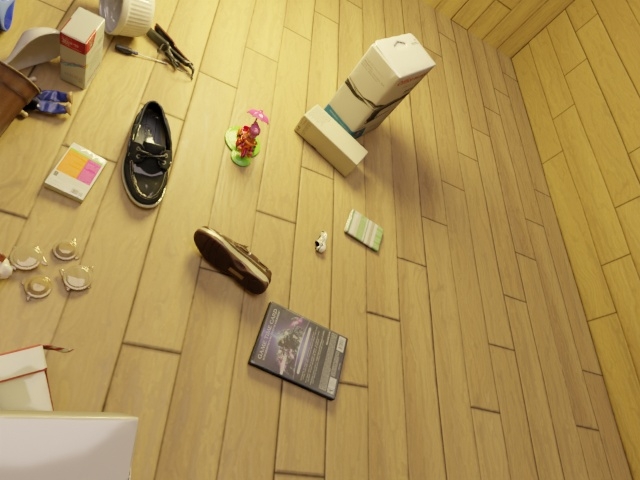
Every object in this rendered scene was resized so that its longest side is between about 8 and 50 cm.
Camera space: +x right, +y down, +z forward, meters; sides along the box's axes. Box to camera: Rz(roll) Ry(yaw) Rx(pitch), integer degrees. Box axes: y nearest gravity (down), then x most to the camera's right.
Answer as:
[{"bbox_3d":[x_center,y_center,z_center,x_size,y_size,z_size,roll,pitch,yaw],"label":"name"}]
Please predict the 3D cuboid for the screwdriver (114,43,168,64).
[{"bbox_3d":[-0.593,-0.619,1.462,0.170,0.025,0.024,6,61,-30],"label":"screwdriver"}]

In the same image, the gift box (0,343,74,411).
[{"bbox_3d":[-0.589,0.315,0.786,0.276,0.255,0.258,-11,80,-41],"label":"gift box"}]

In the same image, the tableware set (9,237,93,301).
[{"bbox_3d":[-0.636,0.065,1.041,0.169,0.020,0.141,-13,74,-39],"label":"tableware set"}]

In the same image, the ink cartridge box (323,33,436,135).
[{"bbox_3d":[0.215,-0.587,1.723,0.285,0.395,0.166,-35,86,-41],"label":"ink cartridge box"}]

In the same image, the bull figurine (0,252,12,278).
[{"bbox_3d":[-0.776,0.117,0.868,0.189,0.101,0.310,22,49,-14],"label":"bull figurine"}]

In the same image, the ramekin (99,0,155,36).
[{"bbox_3d":[-0.622,-0.763,1.414,0.109,0.207,0.207,-7,68,-45],"label":"ramekin"}]

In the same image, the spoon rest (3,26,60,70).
[{"bbox_3d":[-0.826,-0.509,1.194,0.276,0.137,0.084,-27,94,-26],"label":"spoon rest"}]

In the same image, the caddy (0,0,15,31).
[{"bbox_3d":[-0.901,-0.741,1.193,0.179,0.241,0.341,2,64,-25],"label":"caddy"}]

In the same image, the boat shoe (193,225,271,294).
[{"bbox_3d":[-0.248,0.046,1.269,0.257,0.095,0.095,45,35,-11],"label":"boat shoe"}]

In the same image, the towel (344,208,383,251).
[{"bbox_3d":[0.160,-0.036,1.620,0.152,0.023,0.113,33,53,-16],"label":"towel"}]

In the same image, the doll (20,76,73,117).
[{"bbox_3d":[-0.783,-0.392,1.191,0.189,0.046,0.129,3,72,-25],"label":"doll"}]

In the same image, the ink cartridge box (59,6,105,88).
[{"bbox_3d":[-0.686,-0.548,1.261,0.072,0.175,0.127,21,54,-19],"label":"ink cartridge box"}]

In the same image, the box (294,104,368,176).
[{"bbox_3d":[0.042,-0.385,1.693,0.275,0.094,0.113,44,49,-4],"label":"box"}]

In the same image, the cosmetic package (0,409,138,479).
[{"bbox_3d":[-0.469,0.338,0.607,0.366,0.155,0.196,17,66,-31],"label":"cosmetic package"}]

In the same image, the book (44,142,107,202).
[{"bbox_3d":[-0.648,-0.180,1.168,0.096,0.035,0.144,28,52,-21],"label":"book"}]

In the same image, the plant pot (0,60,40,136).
[{"bbox_3d":[-0.809,-0.342,1.058,0.167,0.167,0.165,27,76,-17],"label":"plant pot"}]

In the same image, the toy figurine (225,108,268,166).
[{"bbox_3d":[-0.233,-0.358,1.455,0.130,0.159,0.173,17,56,-24],"label":"toy figurine"}]

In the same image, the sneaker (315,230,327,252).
[{"bbox_3d":[0.000,0.000,1.484,0.037,0.032,0.083,19,54,-23],"label":"sneaker"}]

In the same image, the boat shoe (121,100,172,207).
[{"bbox_3d":[-0.489,-0.260,1.262,0.127,0.113,0.339,14,57,-27],"label":"boat shoe"}]

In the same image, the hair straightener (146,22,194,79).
[{"bbox_3d":[-0.526,-0.645,1.515,0.230,0.047,0.089,50,49,-4],"label":"hair straightener"}]

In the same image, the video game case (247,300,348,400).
[{"bbox_3d":[-0.056,0.318,1.269,0.274,0.026,0.196,29,52,-15],"label":"video game case"}]
